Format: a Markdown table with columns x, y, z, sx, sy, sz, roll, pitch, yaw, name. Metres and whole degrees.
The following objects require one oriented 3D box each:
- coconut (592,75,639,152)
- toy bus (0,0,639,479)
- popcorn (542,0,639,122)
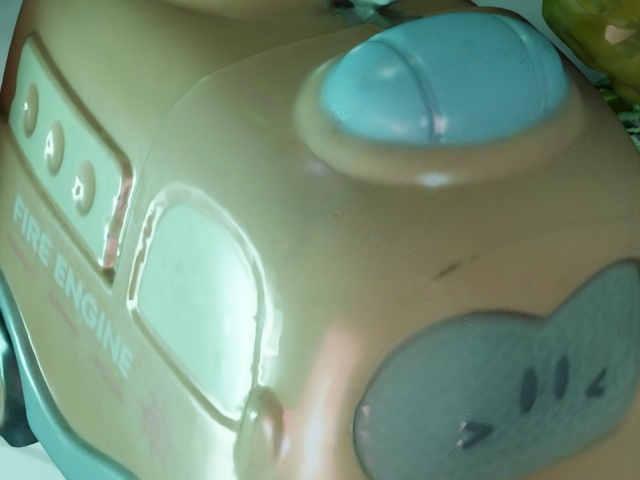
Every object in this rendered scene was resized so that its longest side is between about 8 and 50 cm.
| x | y | z | sx | sy | sz | roll | pitch | yaw | name |
| --- | --- | --- | --- | --- | --- | --- | --- | --- | --- |
| 0.121 | -0.015 | 0.671 | 0.133 | 0.055 | 0.158 | 25 | 133 | -10 | coconut |
| 0.000 | 0.000 | 0.574 | 0.194 | 0.288 | 0.232 | -14 | 131 | -31 | toy bus |
| 0.158 | -0.119 | 0.506 | 0.195 | 0.173 | 0.168 | -8 | 110 | 33 | popcorn |
